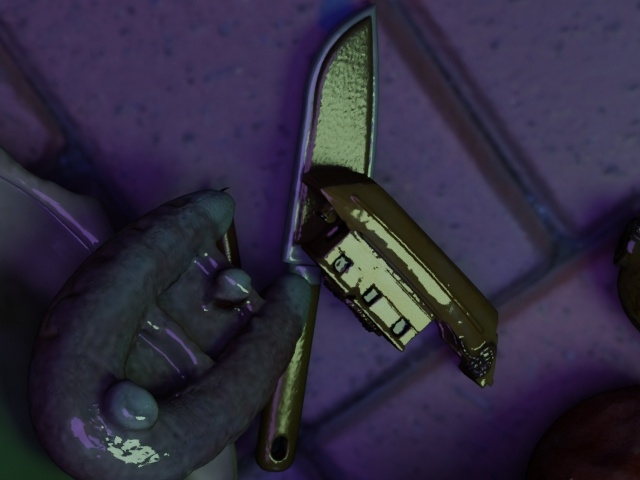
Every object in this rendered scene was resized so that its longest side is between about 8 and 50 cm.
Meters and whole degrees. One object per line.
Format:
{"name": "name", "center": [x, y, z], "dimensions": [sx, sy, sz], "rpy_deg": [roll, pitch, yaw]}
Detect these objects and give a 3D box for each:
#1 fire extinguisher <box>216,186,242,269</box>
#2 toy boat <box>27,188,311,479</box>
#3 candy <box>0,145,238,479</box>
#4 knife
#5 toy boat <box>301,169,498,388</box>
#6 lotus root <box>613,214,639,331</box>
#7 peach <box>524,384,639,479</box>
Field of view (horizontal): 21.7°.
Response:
{"name": "fire extinguisher", "center": [-0.067, 0.003, 1.194], "dimensions": [0.028, 0.022, 0.083], "rpy_deg": [-1, 102, 37]}
{"name": "toy boat", "center": [-0.094, 0.065, 1.086], "dimensions": [0.155, 0.085, 0.227], "rpy_deg": [50, 54, -10]}
{"name": "candy", "center": [-0.275, 0.119, 1.106], "dimensions": [0.386, 0.186, 0.427], "rpy_deg": [-30, 95, -32]}
{"name": "knife", "center": [0.001, 0.000, 1.194], "dimensions": [0.061, 0.027, 0.343], "rpy_deg": [5, 99, -18]}
{"name": "toy boat", "center": [0.054, 0.031, 1.174], "dimensions": [0.077, 0.057, 0.200], "rpy_deg": [-45, 110, -2]}
{"name": "lotus root", "center": [0.276, 0.053, 1.178], "dimensions": [0.089, 0.080, 0.179], "rpy_deg": [-44, 99, 7]}
{"name": "peach", "center": [0.215, 0.178, 1.184], "dimensions": [0.152, 0.152, 0.152], "rpy_deg": [0, 100, -1]}
